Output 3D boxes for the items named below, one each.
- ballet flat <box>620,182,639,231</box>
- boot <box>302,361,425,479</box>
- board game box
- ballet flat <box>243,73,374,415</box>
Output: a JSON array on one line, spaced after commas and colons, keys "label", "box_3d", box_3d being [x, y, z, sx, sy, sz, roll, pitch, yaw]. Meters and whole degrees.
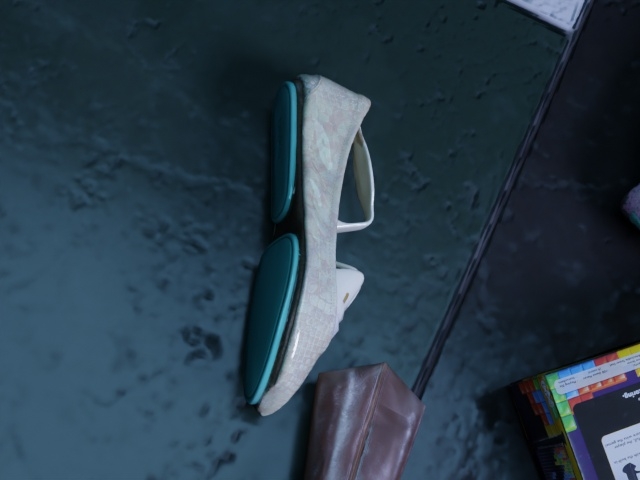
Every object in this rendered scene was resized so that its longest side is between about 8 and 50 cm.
[{"label": "ballet flat", "box_3d": [0.230, -0.084, 0.587, 0.079, 0.077, 0.221, 32, 70, 18]}, {"label": "boot", "box_3d": [-0.010, 0.103, 0.497, 0.106, 0.037, 0.114, 21, 75, -20]}, {"label": "board game box", "box_3d": [0.195, 0.109, 0.535, 0.170, 0.048, 0.141, -15, 81, -16]}, {"label": "ballet flat", "box_3d": [0.000, 0.000, 0.519, 0.052, 0.057, 0.168, 12, 73, -19]}]
